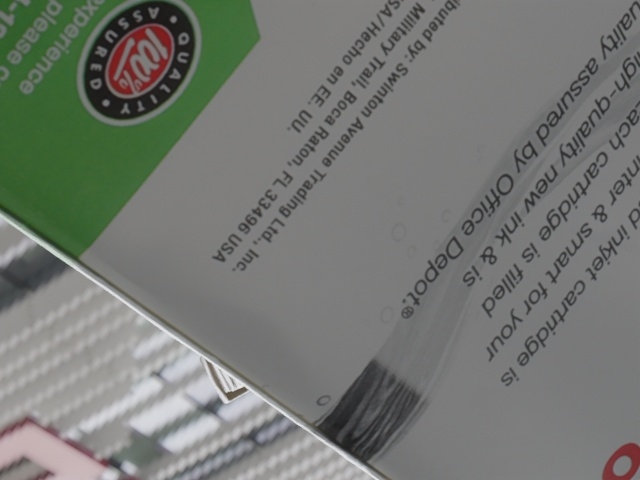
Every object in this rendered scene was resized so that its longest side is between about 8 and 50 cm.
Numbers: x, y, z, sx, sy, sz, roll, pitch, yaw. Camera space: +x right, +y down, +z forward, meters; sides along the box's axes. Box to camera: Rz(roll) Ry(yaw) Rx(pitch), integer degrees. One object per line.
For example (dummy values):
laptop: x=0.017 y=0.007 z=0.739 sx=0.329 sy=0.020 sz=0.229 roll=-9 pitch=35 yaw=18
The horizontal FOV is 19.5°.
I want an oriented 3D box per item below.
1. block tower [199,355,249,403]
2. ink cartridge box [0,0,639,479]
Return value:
block tower: x=0.000 y=0.000 z=0.850 sx=0.091 sy=0.335 sz=0.097 roll=-26 pitch=-95 yaw=-16
ink cartridge box: x=0.028 y=-0.054 z=0.533 sx=0.211 sy=0.289 sz=0.121 roll=-52 pitch=-144 yaw=-2
